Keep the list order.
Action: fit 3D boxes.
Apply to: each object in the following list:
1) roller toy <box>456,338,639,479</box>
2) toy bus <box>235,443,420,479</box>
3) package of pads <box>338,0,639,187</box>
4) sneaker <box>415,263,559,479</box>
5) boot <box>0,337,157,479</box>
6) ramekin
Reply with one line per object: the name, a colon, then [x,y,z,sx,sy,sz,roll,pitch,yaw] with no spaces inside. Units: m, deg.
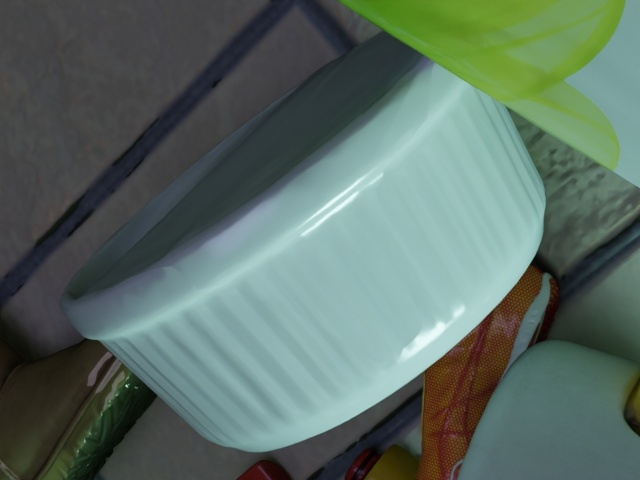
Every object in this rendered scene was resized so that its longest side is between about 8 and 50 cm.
roller toy: [0.159,0.160,0.872,0.146,0.191,0.209,17,68,19]
toy bus: [0.026,0.218,0.997,0.191,0.104,0.202,-9,102,26]
package of pads: [0.116,-0.165,0.692,0.296,0.101,0.229,32,132,6]
sneaker: [0.086,0.093,0.943,0.067,0.064,0.175,21,86,18]
boot: [-0.250,0.059,1.082,0.269,0.089,0.236,42,117,9]
ramekin: [0.000,0.000,0.861,0.273,0.273,0.127,-30,104,28]
